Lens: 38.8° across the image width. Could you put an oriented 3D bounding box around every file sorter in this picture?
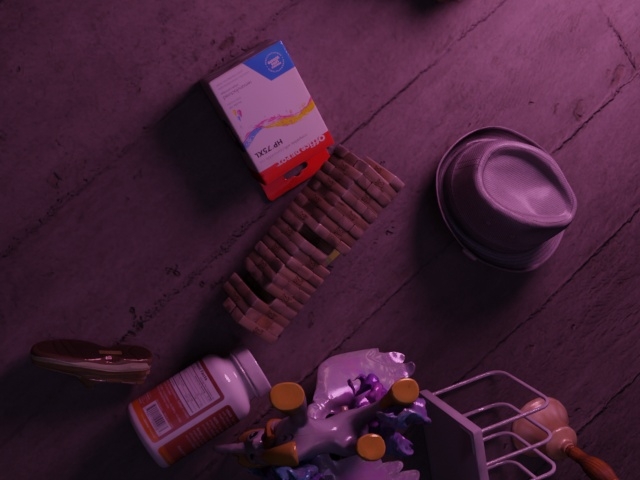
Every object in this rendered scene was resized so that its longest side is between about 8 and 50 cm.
[{"bbox_3d":[0.314,0.405,1.642,0.173,0.193,0.277,-16,107,-18],"label":"file sorter"}]

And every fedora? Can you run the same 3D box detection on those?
[{"bbox_3d":[0.335,-0.077,1.536,0.275,0.124,0.243,34,75,-12],"label":"fedora"}]

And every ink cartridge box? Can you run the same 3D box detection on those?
[{"bbox_3d":[-0.073,-0.182,1.429,0.134,0.078,0.231,-33,111,-9],"label":"ink cartridge box"}]

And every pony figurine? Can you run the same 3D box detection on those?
[{"bbox_3d":[0.028,0.306,1.450,0.351,0.363,0.303,0,71,-18],"label":"pony figurine"}]

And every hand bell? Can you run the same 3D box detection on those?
[{"bbox_3d":[0.464,0.391,1.659,0.126,0.242,0.126,-4,105,-17],"label":"hand bell"}]

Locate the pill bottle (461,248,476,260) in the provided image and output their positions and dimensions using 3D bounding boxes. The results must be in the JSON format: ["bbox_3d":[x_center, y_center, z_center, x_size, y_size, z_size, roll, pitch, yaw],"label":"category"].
[{"bbox_3d":[0.288,-0.006,1.612,0.043,0.043,0.083,38,88,-23],"label":"pill bottle"}]

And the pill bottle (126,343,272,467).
[{"bbox_3d":[-0.193,0.262,1.470,0.216,0.121,0.121,-31,110,-10],"label":"pill bottle"}]

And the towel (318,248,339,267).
[{"bbox_3d":[0.000,0.000,1.534,0.060,0.009,0.083,-44,113,-6],"label":"towel"}]

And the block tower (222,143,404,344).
[{"bbox_3d":[-0.019,0.000,1.459,0.335,0.091,0.097,-50,133,2],"label":"block tower"}]

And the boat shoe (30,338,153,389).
[{"bbox_3d":[-0.362,0.204,1.432,0.190,0.068,0.072,9,111,-21],"label":"boat shoe"}]

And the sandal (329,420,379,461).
[{"bbox_3d":[0.065,0.356,1.616,0.097,0.054,0.254,27,93,-22],"label":"sandal"}]
